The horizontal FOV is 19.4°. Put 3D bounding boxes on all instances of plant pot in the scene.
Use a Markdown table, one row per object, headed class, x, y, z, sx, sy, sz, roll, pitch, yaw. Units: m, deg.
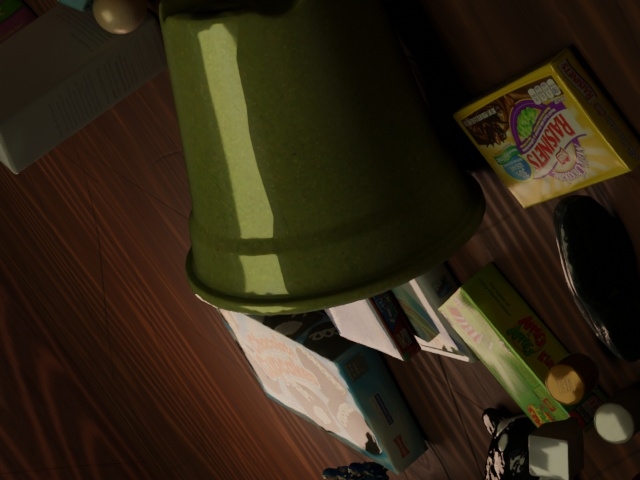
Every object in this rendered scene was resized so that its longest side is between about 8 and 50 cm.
| class | x | y | z | sx | sy | sz | roll | pitch | yaw |
| --- | --- | --- | --- | --- | --- | --- | --- | --- | --- |
| plant pot | -0.019 | -0.114 | 1.613 | 0.276 | 0.276 | 0.254 | 24 | 135 | 55 |

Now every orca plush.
| class | x | y | z | sx | sy | sz | roll | pitch | yaw |
| --- | --- | --- | --- | --- | --- | --- | --- | --- | --- |
| orca plush | 0.191 | 0.269 | 2.026 | 0.151 | 0.102 | 0.287 | 51 | 162 | 1 |

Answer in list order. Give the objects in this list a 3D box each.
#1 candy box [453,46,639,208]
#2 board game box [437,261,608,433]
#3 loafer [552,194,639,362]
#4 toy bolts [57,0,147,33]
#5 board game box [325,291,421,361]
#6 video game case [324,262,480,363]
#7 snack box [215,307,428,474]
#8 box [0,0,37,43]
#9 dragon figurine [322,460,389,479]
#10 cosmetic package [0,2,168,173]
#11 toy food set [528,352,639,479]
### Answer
| class | x | y | z | sx | sy | sz | roll | pitch | yaw |
| --- | --- | --- | --- | --- | --- | --- | --- | --- | --- |
| candy box | 0.181 | -0.086 | 1.499 | 0.105 | 0.027 | 0.206 | 50 | 162 | -5 |
| board game box | 0.197 | 0.113 | 1.809 | 0.181 | 0.043 | 0.092 | 50 | 162 | 6 |
| loafer | 0.226 | 0.028 | 1.557 | 0.061 | 0.062 | 0.170 | 34 | 154 | 54 |
| toy bolts | -0.273 | -0.278 | 1.986 | 0.158 | 0.218 | 0.228 | 44 | 179 | 4 |
| board game box | 0.000 | 0.000 | 1.979 | 0.145 | 0.027 | 0.281 | 16 | 141 | 59 |
| video game case | 0.023 | -0.012 | 2.002 | 0.300 | 0.036 | 0.329 | 57 | 161 | -18 |
| snack box | -0.007 | 0.163 | 2.368 | 0.322 | 0.060 | 0.187 | 23 | 147 | 56 |
| box | -0.484 | -0.241 | 2.498 | 0.243 | 0.213 | 0.117 | 48 | 162 | 14 |
| dragon figurine | 0.132 | 0.368 | 2.366 | 0.289 | 0.144 | 0.085 | 19 | 170 | -17 |
| cosmetic package | -0.297 | -0.189 | 2.119 | 0.117 | 0.231 | 0.085 | 38 | 158 | 37 |
| toy food set | 0.266 | 0.211 | 1.726 | 0.111 | 0.104 | 0.232 | 4 | 106 | 30 |
